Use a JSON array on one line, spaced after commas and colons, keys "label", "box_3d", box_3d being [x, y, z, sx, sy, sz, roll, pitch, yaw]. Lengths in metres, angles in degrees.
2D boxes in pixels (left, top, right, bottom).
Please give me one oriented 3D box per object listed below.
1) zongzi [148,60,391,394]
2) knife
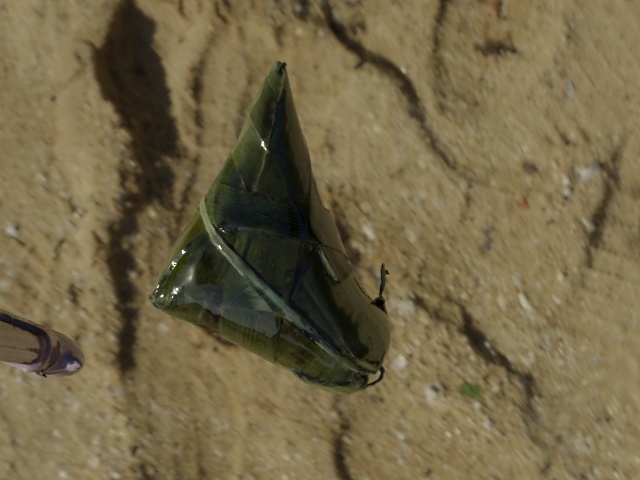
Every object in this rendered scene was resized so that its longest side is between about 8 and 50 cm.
[{"label": "zongzi", "box_3d": [0.000, 0.000, 0.662, 0.109, 0.055, 0.119, 29, 107, -3]}, {"label": "knife", "box_3d": [-0.207, 0.038, 0.831, 0.132, 0.398, 0.038, 23, 84, 7]}]
